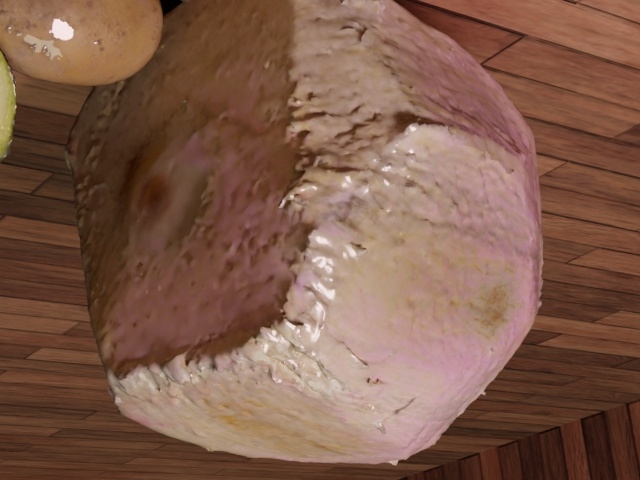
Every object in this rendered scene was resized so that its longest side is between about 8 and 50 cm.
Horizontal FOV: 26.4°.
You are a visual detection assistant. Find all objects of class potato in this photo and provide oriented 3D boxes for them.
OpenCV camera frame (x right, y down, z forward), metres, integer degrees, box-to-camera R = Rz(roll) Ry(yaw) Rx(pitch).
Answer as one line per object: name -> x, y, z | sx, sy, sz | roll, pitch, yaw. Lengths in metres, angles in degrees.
potato -> -0.190, -0.166, 1.023 | 0.147, 0.112, 0.112 | 9, 155, -31

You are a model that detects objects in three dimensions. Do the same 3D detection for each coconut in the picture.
coconut -> 0.000, 0.000, 1.138 | 0.404, 0.405, 0.404 | -5, 159, -2

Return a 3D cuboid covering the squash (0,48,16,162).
squash -> -0.353, -0.116, 1.009 | 0.247, 0.133, 0.132 | 17, 174, 33
